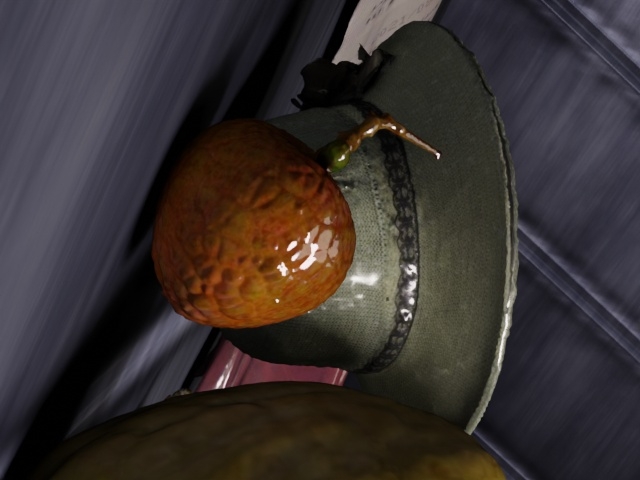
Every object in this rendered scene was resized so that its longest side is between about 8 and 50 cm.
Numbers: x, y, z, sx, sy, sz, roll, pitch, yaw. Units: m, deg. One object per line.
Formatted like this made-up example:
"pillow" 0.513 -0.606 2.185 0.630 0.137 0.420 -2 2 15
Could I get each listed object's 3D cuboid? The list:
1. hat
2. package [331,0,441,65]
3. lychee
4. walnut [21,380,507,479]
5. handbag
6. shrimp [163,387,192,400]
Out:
"hat" 0.000 0.000 1.056 0.257 0.130 0.257 179 -90 -69
"package" 0.069 -0.202 1.493 0.251 0.062 0.204 -56 173 -39
"lychee" -0.024 -0.019 0.916 0.140 0.101 0.114 -63 160 -10
"walnut" -0.035 0.188 0.970 0.283 0.227 0.283 -18 172 -3
"handbag" -0.036 0.101 1.779 0.146 0.135 0.225 103 10 -79
"shrimp" -0.162 0.219 1.426 0.251 0.052 0.143 -55 -171 3
